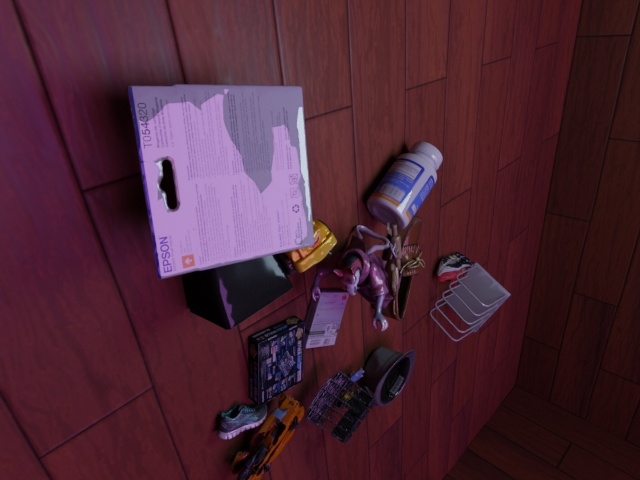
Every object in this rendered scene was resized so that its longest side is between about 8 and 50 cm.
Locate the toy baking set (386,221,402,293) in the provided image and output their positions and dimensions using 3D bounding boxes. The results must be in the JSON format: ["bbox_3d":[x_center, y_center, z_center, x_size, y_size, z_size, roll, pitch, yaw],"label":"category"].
[{"bbox_3d":[0.227,0.042,1.335,0.197,0.030,0.256,-69,152,-63],"label":"toy baking set"}]

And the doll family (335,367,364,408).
[{"bbox_3d":[0.102,0.549,1.624,0.111,0.076,0.193,-15,112,-38],"label":"doll family"}]

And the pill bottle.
[{"bbox_3d":[0.280,-0.184,1.431,0.272,0.152,0.152,-54,137,-16],"label":"pill bottle"}]

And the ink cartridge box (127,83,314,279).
[{"bbox_3d":[-0.171,-0.121,0.831,0.330,0.071,0.324,-12,105,-32],"label":"ink cartridge box"}]

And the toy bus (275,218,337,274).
[{"bbox_3d":[-0.093,-0.051,1.044,0.149,0.220,0.212,-39,125,-25],"label":"toy bus"}]

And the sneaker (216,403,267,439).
[{"bbox_3d":[-0.220,0.498,1.261,0.166,0.065,0.076,-15,112,-45],"label":"sneaker"}]

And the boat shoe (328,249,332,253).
[{"bbox_3d":[0.000,0.000,1.292,0.125,0.046,0.038,38,83,-40],"label":"boat shoe"}]

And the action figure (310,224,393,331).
[{"bbox_3d":[0.127,0.084,1.243,0.276,0.248,0.370,-65,163,-4],"label":"action figure"}]

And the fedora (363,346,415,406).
[{"bbox_3d":[0.254,0.510,1.725,0.243,0.124,0.276,-31,136,-32],"label":"fedora"}]

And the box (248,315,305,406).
[{"bbox_3d":[-0.127,0.353,1.302,0.175,0.051,0.220,-18,119,-42],"label":"box"}]

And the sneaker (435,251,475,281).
[{"bbox_3d":[0.595,0.128,1.971,0.279,0.107,0.118,-3,127,-43],"label":"sneaker"}]

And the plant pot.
[{"bbox_3d":[-0.205,0.064,1.005,0.188,0.187,0.167,-30,115,-35],"label":"plant pot"}]

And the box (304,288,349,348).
[{"bbox_3d":[0.013,0.248,1.419,0.145,0.038,0.186,7,102,-49],"label":"box"}]

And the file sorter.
[{"bbox_3d":[0.628,0.275,1.909,0.173,0.193,0.278,-18,145,-35],"label":"file sorter"}]

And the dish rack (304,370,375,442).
[{"bbox_3d":[0.063,0.560,1.507,0.208,0.074,0.271,-52,125,-11],"label":"dish rack"}]

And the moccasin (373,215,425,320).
[{"bbox_3d":[0.299,0.099,1.578,0.139,0.147,0.380,11,98,-49],"label":"moccasin"}]

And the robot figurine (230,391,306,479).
[{"bbox_3d":[-0.159,0.610,1.335,0.291,0.085,0.211,-51,156,-19],"label":"robot figurine"}]
